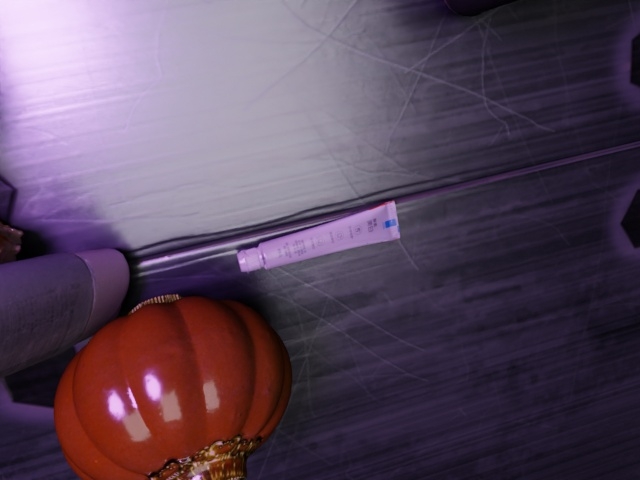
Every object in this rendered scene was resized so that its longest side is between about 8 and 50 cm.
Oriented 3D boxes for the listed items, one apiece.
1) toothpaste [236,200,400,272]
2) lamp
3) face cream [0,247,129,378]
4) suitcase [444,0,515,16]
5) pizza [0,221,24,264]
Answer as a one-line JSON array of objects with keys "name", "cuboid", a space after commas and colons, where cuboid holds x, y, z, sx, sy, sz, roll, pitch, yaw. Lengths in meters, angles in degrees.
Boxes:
[{"name": "toothpaste", "cuboid": [0.000, 0.000, 0.524, 0.191, 0.031, 0.048, -15, 107, -10]}, {"name": "lamp", "cuboid": [-0.136, 0.151, 0.452, 0.223, 0.196, 0.223, -20, 147, -13]}, {"name": "face cream", "cuboid": [-0.267, 0.070, 0.366, 0.073, 0.269, 0.107, 32, 103, 9]}, {"name": "suitcase", "cuboid": [0.164, -0.417, 0.342, 0.283, 0.194, 0.433, -32, 112, -1]}, {"name": "pizza", "cuboid": [-0.533, 0.049, 0.374, 0.440, 0.130, 0.406, -39, 113, 2]}]
